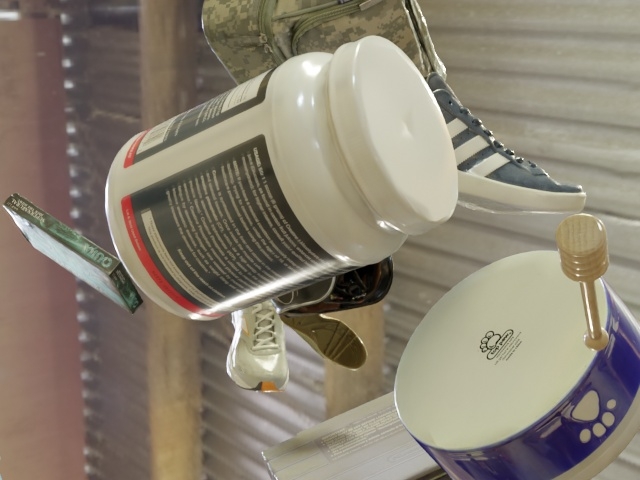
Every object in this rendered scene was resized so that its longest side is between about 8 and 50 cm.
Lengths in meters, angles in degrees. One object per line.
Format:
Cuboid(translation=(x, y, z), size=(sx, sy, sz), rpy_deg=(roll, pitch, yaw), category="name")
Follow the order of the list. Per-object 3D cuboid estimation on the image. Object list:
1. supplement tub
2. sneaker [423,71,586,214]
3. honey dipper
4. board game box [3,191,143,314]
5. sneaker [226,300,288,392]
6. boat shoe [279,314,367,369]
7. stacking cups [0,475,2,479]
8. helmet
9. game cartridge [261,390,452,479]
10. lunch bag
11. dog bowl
Cuboid(translation=(-0.036, -0.050, 0.905), size=(0.272, 0.191, 0.191), rpy_deg=(-20, -97, 30), category="supplement tub")
Cuboid(translation=(0.170, -0.124, 1.257), size=(0.131, 0.350, 0.148), rpy_deg=(170, -68, -80), category="sneaker")
Cuboid(translation=(0.179, 0.036, 0.672), size=(0.030, 0.030, 0.161), rpy_deg=(46, -8, 35), category="honey dipper")
Cuboid(translation=(-0.324, 0.018, 1.337), size=(0.186, 0.026, 0.126), rpy_deg=(30, -21, 19), category="board game box")
Cuboid(translation=(-0.098, 0.134, 1.639), size=(0.262, 0.099, 0.121), rpy_deg=(-105, -157, -57), category="sneaker")
Cuboid(translation=(0.007, 0.140, 1.471), size=(0.153, 0.056, 0.048), rpy_deg=(29, -14, 25), category="boat shoe")
Cuboid(translation=(-0.332, 0.246, 0.964), size=(0.096, 0.096, 0.316), rpy_deg=(-8, -77, 53), category="stacking cups")
Cuboid(translation=(0.000, 0.000, 1.194), size=(0.169, 0.169, 0.162), rpy_deg=(-23, -107, 52), category="helmet")
Cuboid(translation=(0.112, 0.281, 1.386), size=(0.230, 0.355, 0.068), rpy_deg=(-149, -141, -72), category="game cartridge")
Cuboid(translation=(0.020, -0.281, 1.347), size=(0.256, 0.305, 0.213), rpy_deg=(2, -116, 21), category="lunch bag")
Cuboid(translation=(0.213, 0.141, 1.087), size=(0.265, 0.265, 0.104), rpy_deg=(0, -40, 52), category="dog bowl")
